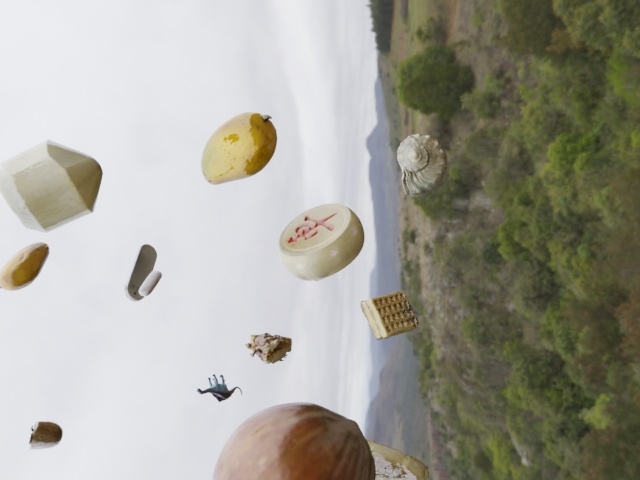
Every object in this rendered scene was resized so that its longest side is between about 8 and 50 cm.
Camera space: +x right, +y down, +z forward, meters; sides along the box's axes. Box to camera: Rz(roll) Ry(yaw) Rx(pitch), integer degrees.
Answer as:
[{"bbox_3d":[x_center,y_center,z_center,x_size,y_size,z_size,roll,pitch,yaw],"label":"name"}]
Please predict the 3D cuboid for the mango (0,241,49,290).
[{"bbox_3d":[-1.077,0.090,2.081,0.109,0.147,0.227,54,-136,-26],"label":"mango"}]

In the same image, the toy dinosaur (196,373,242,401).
[{"bbox_3d":[-0.312,0.457,1.753,0.197,0.045,0.080,24,-140,-52],"label":"toy dinosaur"}]

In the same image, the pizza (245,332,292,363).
[{"bbox_3d":[-0.164,0.337,1.804,0.194,0.154,0.069,-118,37,-82],"label":"pizza"}]

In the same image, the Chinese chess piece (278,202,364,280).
[{"bbox_3d":[0.000,0.000,1.589,0.250,0.251,0.097,-81,-31,-52],"label":"Chinese chess piece"}]

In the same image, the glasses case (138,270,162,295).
[{"bbox_3d":[-0.453,0.114,1.512,0.021,0.032,0.083,81,-155,-46],"label":"glasses case"}]

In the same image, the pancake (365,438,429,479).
[{"bbox_3d":[0.144,0.638,1.651,0.356,0.356,0.065,85,-150,-58],"label":"pancake"}]

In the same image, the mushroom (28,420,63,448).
[{"bbox_3d":[-0.808,0.573,1.664,0.210,0.094,0.072,-38,56,52],"label":"mushroom"}]

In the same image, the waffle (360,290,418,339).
[{"bbox_3d":[0.164,0.174,1.327,0.148,0.042,0.102,-5,-116,-49],"label":"waffle"}]

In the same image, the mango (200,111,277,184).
[{"bbox_3d":[-0.243,-0.265,1.670,0.176,0.317,0.119,45,-147,-21],"label":"mango"}]

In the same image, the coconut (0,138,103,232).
[{"bbox_3d":[-0.624,-0.134,1.333,0.202,0.222,0.202,52,160,27],"label":"coconut"}]

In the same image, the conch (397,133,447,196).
[{"bbox_3d":[0.255,-0.186,1.448,0.155,0.130,0.207,-54,-17,6],"label":"conch"}]

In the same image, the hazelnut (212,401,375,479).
[{"bbox_3d":[-0.048,0.531,1.226,0.315,0.373,0.372,-135,42,-59],"label":"hazelnut"}]

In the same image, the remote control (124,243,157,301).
[{"bbox_3d":[-0.643,0.112,2.036,0.077,0.022,0.244,37,-141,-32],"label":"remote control"}]
